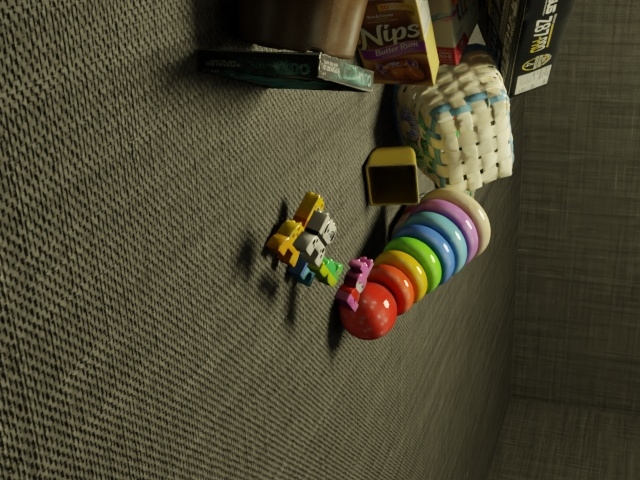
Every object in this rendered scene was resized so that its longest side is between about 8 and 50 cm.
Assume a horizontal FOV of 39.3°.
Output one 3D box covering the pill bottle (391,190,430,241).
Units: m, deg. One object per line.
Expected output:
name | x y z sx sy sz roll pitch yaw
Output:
pill bottle | 0.192 -0.032 1.689 0.152 0.086 0.086 -54 145 -55

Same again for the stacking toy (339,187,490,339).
stacking toy | 0.143 0.050 1.456 0.330 0.141 0.141 -43 138 -39

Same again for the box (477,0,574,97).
box | 0.300 -0.450 1.458 0.395 0.097 0.318 58 12 -74

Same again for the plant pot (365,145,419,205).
plant pot | 0.121 -0.114 1.475 0.083 0.082 0.081 -78 163 -51

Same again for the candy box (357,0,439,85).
candy box | 0.108 -0.307 1.326 0.186 0.109 0.053 65 35 -55

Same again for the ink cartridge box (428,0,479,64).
ink cartridge box | 0.174 -0.396 1.448 0.128 0.128 0.176 -63 152 -30

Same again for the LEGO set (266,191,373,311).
LEGO set | 0.000 0.000 1.127 0.093 0.087 0.227 -63 156 -13

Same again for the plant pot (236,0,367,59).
plant pot | -0.014 -0.278 0.922 0.167 0.167 0.165 -29 131 -68

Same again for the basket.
basket | 0.222 -0.244 1.584 0.288 0.201 0.254 -104 177 -47

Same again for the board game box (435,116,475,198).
board game box | 0.317 -0.164 2.081 0.317 0.046 0.213 68 32 -53

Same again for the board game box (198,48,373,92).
board game box | -0.029 -0.175 0.935 0.186 0.126 0.026 -14 109 -70
